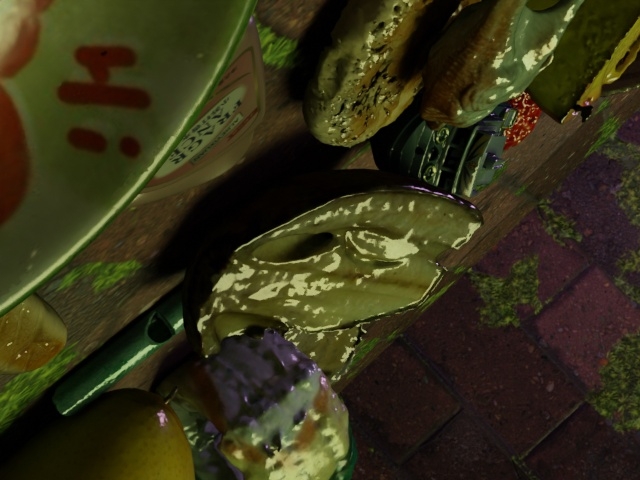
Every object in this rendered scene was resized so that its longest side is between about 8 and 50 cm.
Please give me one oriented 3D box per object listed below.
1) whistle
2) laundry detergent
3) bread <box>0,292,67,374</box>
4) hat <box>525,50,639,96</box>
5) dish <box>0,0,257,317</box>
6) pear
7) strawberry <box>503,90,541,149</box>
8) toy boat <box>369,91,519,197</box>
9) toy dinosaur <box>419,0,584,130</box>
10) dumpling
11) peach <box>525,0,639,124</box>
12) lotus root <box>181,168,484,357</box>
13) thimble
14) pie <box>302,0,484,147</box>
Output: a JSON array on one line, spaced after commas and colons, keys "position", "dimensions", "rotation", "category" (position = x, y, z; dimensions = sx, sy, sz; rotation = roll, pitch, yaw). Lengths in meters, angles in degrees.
[{"position": [-0.196, 0.112, 1.224], "dimensions": [0.186, 0.039, 0.039], "rotation": [-38, 168, -15], "category": "whistle"}, {"position": [-0.112, -0.070, 0.760], "dimensions": [0.171, 0.076, 0.237], "rotation": [-39, 170, -10], "category": "laundry detergent"}, {"position": [-0.235, 0.052, 0.841], "dimensions": [0.073, 0.053, 0.214], "rotation": [-45, 166, -9], "category": "bread"}, {"position": [0.314, -0.267, 1.329], "dimensions": [0.252, 0.252, 0.110], "rotation": [-37, 126, -23], "category": "hat"}, {"position": [-0.172, -0.081, 0.417], "dimensions": [0.324, 0.124, 0.324], "rotation": [-41, 162, -17], "category": "dish"}, {"position": [-0.238, 0.323, 1.268], "dimensions": [0.336, 0.285, 0.285], "rotation": [-46, 168, 22], "category": "pear"}, {"position": [0.240, -0.174, 1.527], "dimensions": [0.121, 0.082, 0.188], "rotation": [-26, 163, -45], "category": "strawberry"}, {"position": [0.142, -0.106, 1.345], "dimensions": [0.296, 0.122, 0.114], "rotation": [-13, 124, -62], "category": "toy boat"}, {"position": [0.153, -0.178, 0.963], "dimensions": [0.205, 0.092, 0.393], "rotation": [-42, 176, 4], "category": "toy dinosaur"}, {"position": [-0.031, 0.150, 1.786], "dimensions": [0.166, 0.086, 0.332], "rotation": [25, 117, -42], "category": "dumpling"}, {"position": [0.267, -0.260, 1.125], "dimensions": [0.267, 0.154, 0.159], "rotation": [-57, 170, 26], "category": "peach"}, {"position": [-0.004, -0.001, 1.195], "dimensions": [0.314, 0.142, 0.210], "rotation": [0, 126, -41], "category": "lotus root"}, {"position": [-0.082, 0.244, 1.532], "dimensions": [0.167, 0.254, 0.288], "rotation": [-38, 167, -25], "category": "thimble"}, {"position": [0.084, -0.191, 1.015], "dimensions": [0.274, 0.055, 0.274], "rotation": [-45, 168, -13], "category": "pie"}]
